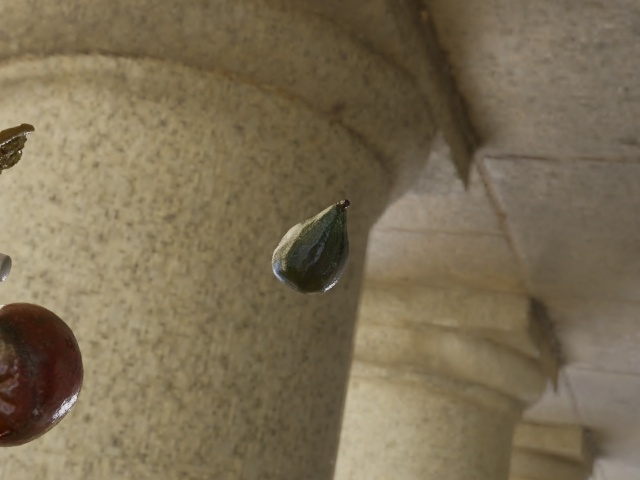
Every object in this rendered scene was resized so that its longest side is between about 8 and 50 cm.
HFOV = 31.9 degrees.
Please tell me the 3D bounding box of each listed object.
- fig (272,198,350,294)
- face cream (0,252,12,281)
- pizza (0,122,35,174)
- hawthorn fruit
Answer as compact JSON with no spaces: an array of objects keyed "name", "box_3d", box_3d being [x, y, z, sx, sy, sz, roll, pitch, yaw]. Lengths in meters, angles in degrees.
[{"name":"fig","box_3d":[0.000,0.000,1.789,0.117,0.178,0.117,24,-159,-10]},{"name":"face cream","box_3d":[-0.751,0.022,2.253,0.268,0.082,0.082,17,162,7]},{"name":"pizza","box_3d":[-0.529,-0.139,1.843,0.035,0.160,0.099,36,128,11]},{"name":"hawthorn fruit","box_3d":[-0.362,0.155,1.318,0.172,0.173,0.173,9,162,3]}]
